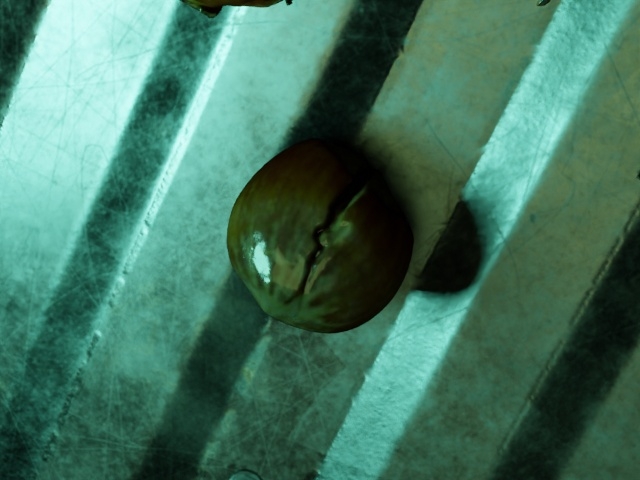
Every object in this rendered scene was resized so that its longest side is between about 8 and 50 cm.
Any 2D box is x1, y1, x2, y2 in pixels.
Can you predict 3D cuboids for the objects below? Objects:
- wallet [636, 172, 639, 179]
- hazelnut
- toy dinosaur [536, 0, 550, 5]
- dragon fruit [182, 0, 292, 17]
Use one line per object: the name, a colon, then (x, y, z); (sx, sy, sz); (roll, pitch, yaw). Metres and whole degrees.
wallet: (0.477, -0.047, 1.740); (0.232, 0.031, 0.122); (35, 110, -2)
hazelnut: (0.001, -0.001, 1.775); (0.212, 0.181, 0.181); (39, 113, -2)
toy dinosaur: (0.334, -0.340, 1.639); (0.055, 0.101, 0.279); (43, 100, 7)
dragon fruit: (-0.089, -0.368, 1.639); (0.250, 0.315, 0.250); (1, 65, -3)
